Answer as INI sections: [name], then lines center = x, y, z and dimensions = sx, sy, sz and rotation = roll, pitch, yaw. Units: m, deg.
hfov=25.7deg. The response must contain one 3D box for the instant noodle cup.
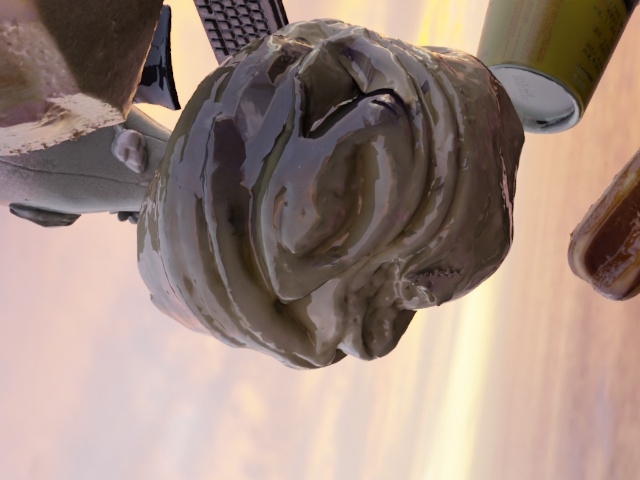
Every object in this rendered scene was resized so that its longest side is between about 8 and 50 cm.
[instant noodle cup]
center = 0.298, -0.270, 1.808
dimensions = 0.215, 0.216, 0.236
rotation = 81, -152, -63

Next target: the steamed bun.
[steamed bun]
center = 0.004, -0.049, 1.087
dimensions = 0.320, 0.275, 0.206
rotation = -49, -29, -8

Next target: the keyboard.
[keyboard]
center = -0.094, -0.262, 1.335
dimensions = 0.309, 0.101, 0.018
rotation = 71, -148, -52

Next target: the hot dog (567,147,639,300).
[hot dog]
center = 0.340, -0.047, 1.353
dimensions = 0.250, 0.104, 0.076
rotation = -55, -21, 20

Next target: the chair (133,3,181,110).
[chair]
center = -0.232, -0.232, 1.667
dimensions = 0.145, 0.221, 0.140
rotation = -35, -54, -54

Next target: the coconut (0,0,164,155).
[coconut]
center = -0.289, -0.214, 1.247
dimensions = 0.297, 0.310, 0.297
rotation = -11, -90, -83

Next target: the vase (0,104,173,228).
[vase]
center = -0.329, -0.129, 2.030
dimensions = 0.250, 0.445, 0.250
rotation = 17, -90, -82
